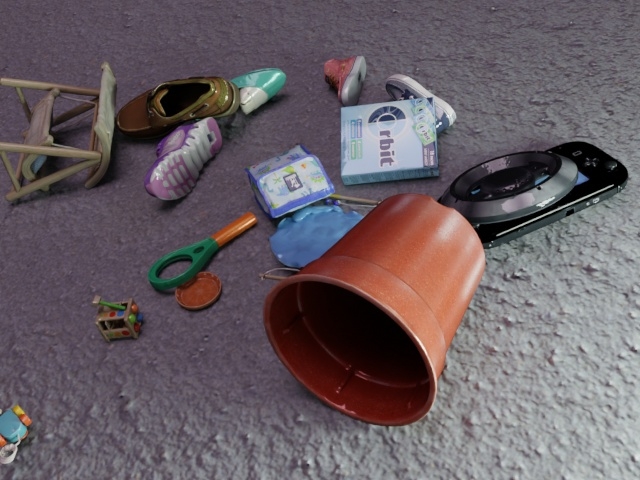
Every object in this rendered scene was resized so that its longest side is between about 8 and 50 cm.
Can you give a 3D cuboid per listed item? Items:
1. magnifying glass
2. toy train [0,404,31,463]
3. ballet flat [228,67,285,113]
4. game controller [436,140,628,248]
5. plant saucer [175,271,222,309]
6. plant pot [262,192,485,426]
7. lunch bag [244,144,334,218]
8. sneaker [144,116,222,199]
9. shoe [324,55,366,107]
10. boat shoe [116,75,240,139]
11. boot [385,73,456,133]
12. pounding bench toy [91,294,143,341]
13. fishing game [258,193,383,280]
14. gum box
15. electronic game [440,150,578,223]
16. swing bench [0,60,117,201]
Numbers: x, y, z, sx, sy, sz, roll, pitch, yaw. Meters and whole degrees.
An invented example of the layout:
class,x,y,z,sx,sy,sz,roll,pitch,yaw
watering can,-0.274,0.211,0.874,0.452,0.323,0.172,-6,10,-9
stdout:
class,x,y,z,sx,sy,sz,roll,pitch,yaw
magnifying glass,-0.214,0.017,1.481,0.231,0.026,0.092,-37,36,-22
toy train,-0.526,0.316,1.256,0.166,0.046,0.125,-5,46,15
ballet flat,-0.192,-0.312,1.781,0.247,0.083,0.087,-10,57,10
game controller,0.365,-0.084,1.403,0.319,0.067,0.166,-22,44,-9
plant saucer,-0.214,0.090,1.420,0.083,0.013,0.083,-7,44,7
plant pot,0.100,0.081,1.185,0.272,0.272,0.265,15,43,28
lunch bag,-0.057,-0.103,1.503,0.129,0.096,0.151,-24,35,-9
sneaker,-0.299,-0.167,1.655,0.104,0.095,0.236,4,41,26
shoe,0.045,-0.346,1.760,0.081,0.063,0.178,0,40,17
boat shoe,-0.327,-0.295,1.720,0.307,0.104,0.110,-14,82,25
boot,0.179,-0.271,1.638,0.086,0.069,0.190,-38,50,-16
pounding bench toy,-0.345,0.125,1.369,0.065,0.083,0.052,-7,44,9
fishing game,0.000,0.000,1.437,0.189,0.041,0.264,7,40,21
gum box,0.132,-0.193,1.554,0.184,0.041,0.157,-4,65,11
electronic game,0.313,-0.089,1.343,0.229,0.048,0.229,-18,23,8
swing bench,-0.563,-0.238,1.746,0.255,0.165,0.253,-9,43,-1
